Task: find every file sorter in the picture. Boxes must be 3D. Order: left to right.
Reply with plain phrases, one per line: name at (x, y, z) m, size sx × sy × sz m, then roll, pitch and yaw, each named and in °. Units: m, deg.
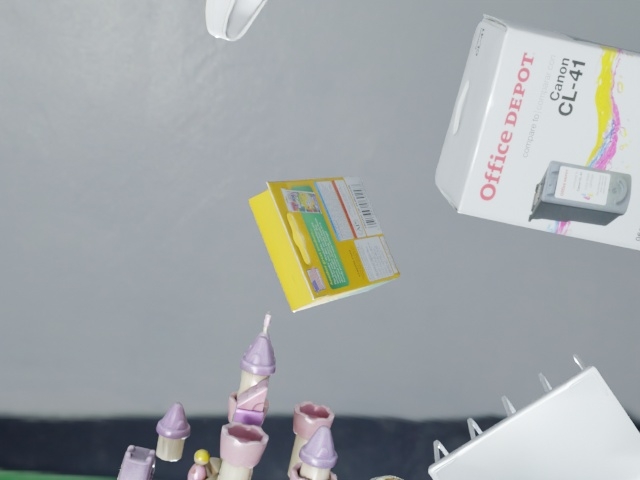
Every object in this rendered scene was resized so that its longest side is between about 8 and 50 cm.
file sorter at (0.328, 0.321, 1.475) m, size 0.277 × 0.193 × 0.173 m, roll -34°, pitch -178°, yaw 9°

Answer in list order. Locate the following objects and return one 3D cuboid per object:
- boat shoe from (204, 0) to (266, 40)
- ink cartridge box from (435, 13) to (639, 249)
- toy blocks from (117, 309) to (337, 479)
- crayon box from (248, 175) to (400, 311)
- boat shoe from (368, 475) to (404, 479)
boat shoe at (-0.071, -0.373, 1.343) m, size 0.096 × 0.277 × 0.098 m, roll 42°, pitch -142°, yaw 15°
ink cartridge box at (0.318, -0.120, 1.179) m, size 0.306 × 0.226 × 0.131 m, roll 10°, pitch -164°, yaw -10°
toy blocks at (-0.125, 0.262, 1.461) m, size 0.308 × 0.260 × 0.288 m, roll 11°, pitch -166°, yaw -3°
crayon box at (0.000, 0.000, 1.684) m, size 0.083 × 0.203 × 0.323 m, roll -25°, pitch 172°, yaw 28°
boat shoe at (0.031, 0.588, 1.573) m, size 0.156 × 0.187 × 0.500 m, roll 6°, pitch -137°, yaw 48°
